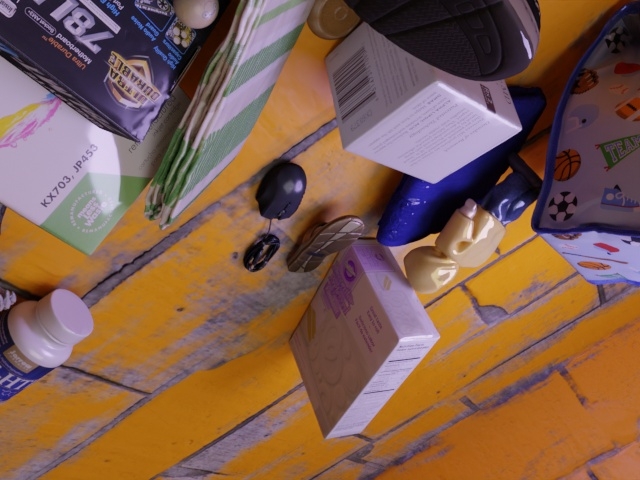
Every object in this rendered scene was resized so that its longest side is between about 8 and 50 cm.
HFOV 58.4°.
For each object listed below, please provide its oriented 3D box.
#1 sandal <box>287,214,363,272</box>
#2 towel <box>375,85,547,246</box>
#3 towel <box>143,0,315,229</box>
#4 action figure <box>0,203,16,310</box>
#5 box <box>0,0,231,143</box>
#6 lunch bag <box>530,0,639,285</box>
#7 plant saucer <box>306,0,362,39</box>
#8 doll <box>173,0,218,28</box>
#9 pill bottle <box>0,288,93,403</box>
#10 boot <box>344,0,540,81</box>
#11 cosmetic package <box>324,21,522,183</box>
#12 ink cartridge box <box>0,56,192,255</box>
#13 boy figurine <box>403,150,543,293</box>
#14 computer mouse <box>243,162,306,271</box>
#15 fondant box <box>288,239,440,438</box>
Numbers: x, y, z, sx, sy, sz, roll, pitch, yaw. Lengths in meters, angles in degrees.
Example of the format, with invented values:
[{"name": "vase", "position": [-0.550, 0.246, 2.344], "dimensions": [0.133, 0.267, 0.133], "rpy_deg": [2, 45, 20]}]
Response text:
[{"name": "sandal", "position": [0.000, 0.000, 1.008], "dimensions": [0.072, 0.049, 0.180], "rpy_deg": [15, 141, -35]}, {"name": "towel", "position": [0.229, -0.128, 0.978], "dimensions": [0.228, 0.076, 0.308], "rpy_deg": [-10, 140, -33]}, {"name": "towel", "position": [-0.078, -0.186, 0.616], "dimensions": [0.038, 0.248, 0.325], "rpy_deg": [31, 123, -2]}, {"name": "action figure", "position": [-0.452, 0.020, 0.674], "dimensions": [0.275, 0.141, 0.164], "rpy_deg": [-46, 151, 21]}, {"name": "box", "position": [-0.174, -0.273, 0.428], "dimensions": [0.293, 0.073, 0.295], "rpy_deg": [-61, 145, -8]}, {"name": "lunch bag", "position": [0.529, -0.141, 0.937], "dimensions": [0.239, 0.385, 0.328], "rpy_deg": [4, 164, 38]}, {"name": "plant saucer", "position": [0.024, -0.283, 0.707], "dimensions": [0.083, 0.015, 0.083], "rpy_deg": [-17, 142, -14]}, {"name": "doll", "position": [-0.126, -0.234, 0.414], "dimensions": [0.129, 0.046, 0.189], "rpy_deg": [-60, 153, -21]}, {"name": "pill bottle", "position": [-0.444, 0.156, 0.862], "dimensions": [0.187, 0.112, 0.112], "rpy_deg": [-34, 143, 8]}, {"name": "boot", "position": [0.078, -0.335, 0.423], "dimensions": [0.377, 0.138, 0.284], "rpy_deg": [37, 75, -21]}, {"name": "cosmetic package", "position": [0.130, -0.189, 0.739], "dimensions": [0.184, 0.151, 0.151], "rpy_deg": [12, 148, -41]}, {"name": "ink cartridge box", "position": [-0.291, -0.163, 0.508], "dimensions": [0.207, 0.119, 0.353], "rpy_deg": [-55, 144, -11]}, {"name": "boy figurine", "position": [0.268, -0.015, 1.003], "dimensions": [0.285, 0.092, 0.177], "rpy_deg": [-45, 145, 18]}, {"name": "computer mouse", "position": [-0.077, -0.025, 0.930], "dimensions": [0.071, 0.041, 0.242], "rpy_deg": [-5, 139, -28]}, {"name": "fondant box", "position": [0.066, 0.192, 1.112], "dimensions": [0.096, 0.238, 0.330], "rpy_deg": [2, 134, -31]}]
